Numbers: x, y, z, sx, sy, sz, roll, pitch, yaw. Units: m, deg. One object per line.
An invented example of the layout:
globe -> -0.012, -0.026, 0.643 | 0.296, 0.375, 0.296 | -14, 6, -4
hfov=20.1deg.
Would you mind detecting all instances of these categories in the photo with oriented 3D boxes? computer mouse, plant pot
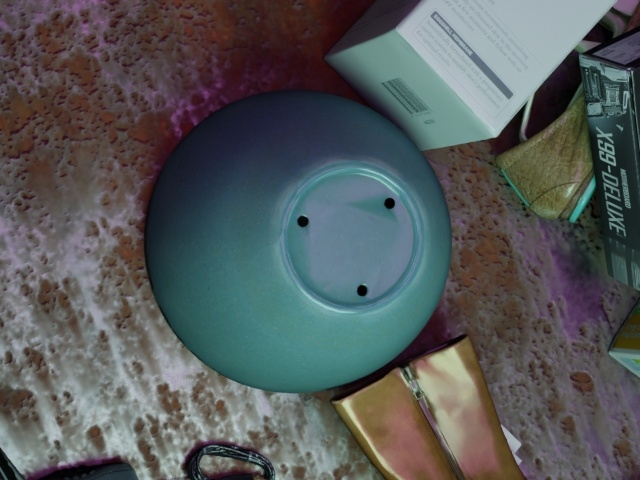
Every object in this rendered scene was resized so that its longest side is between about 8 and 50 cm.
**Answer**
computer mouse -> -0.156, 0.232, 1.670 | 0.242, 0.041, 0.071 | -9, 91, -17
plant pot -> 0.000, 0.000, 1.640 | 0.290, 0.195, 0.290 | 0, 89, -16

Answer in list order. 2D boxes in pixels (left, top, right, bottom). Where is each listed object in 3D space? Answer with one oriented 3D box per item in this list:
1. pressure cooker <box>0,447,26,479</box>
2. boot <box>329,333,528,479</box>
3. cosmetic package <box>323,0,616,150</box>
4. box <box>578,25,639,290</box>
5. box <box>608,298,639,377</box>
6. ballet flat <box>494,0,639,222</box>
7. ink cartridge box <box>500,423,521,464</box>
pressure cooker -> -0.441, 0.222, 1.419 | 0.375, 0.370, 0.420 | -37, 98, -10
boot -> 0.087, 0.265, 1.685 | 0.264, 0.096, 0.280 | -30, 102, -9
cosmetic package -> 0.149, -0.213, 1.672 | 0.138, 0.224, 0.224 | 46, 77, -11
box -> 0.398, -0.118, 1.750 | 0.307, 0.076, 0.242 | -26, 120, -26
box -> 0.409, 0.128, 1.799 | 0.203, 0.114, 0.103 | 37, 79, -11
ballet flat -> 0.284, -0.180, 1.785 | 0.124, 0.116, 0.342 | 33, 84, 6
ink cartridge box -> 0.161, 0.217, 1.769 | 0.048, 0.028, 0.083 | 43, 78, -13
